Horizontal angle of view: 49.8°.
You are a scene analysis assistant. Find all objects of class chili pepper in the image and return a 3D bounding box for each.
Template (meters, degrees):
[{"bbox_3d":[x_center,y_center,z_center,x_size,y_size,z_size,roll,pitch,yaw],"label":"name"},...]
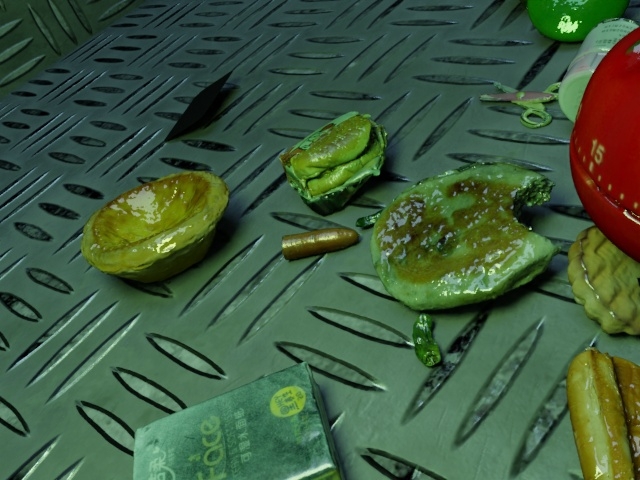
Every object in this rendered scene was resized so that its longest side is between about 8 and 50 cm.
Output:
[{"bbox_3d":[0.121,-0.042,1.208,0.118,0.035,0.055,3,27,27],"label":"chili pepper"},{"bbox_3d":[0.148,0.143,0.970,0.030,0.034,0.091,9,36,-10],"label":"chili pepper"}]

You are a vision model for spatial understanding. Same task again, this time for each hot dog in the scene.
[{"bbox_3d":[0.317,0.215,0.738,0.102,0.076,0.249,17,43,-6],"label":"hot dog"}]

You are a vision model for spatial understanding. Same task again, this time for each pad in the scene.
[{"bbox_3d":[-0.251,-0.369,1.815,0.323,0.055,0.250,-5,41,25],"label":"pad"}]

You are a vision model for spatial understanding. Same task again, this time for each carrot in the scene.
[{"bbox_3d":[0.000,0.000,1.214,0.139,0.048,0.048,-11,38,16],"label":"carrot"}]

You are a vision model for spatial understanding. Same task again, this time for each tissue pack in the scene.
[{"bbox_3d":[-0.108,0.285,0.891,0.257,0.081,0.185,-23,36,1],"label":"tissue pack"}]

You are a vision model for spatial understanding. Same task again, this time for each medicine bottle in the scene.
[{"bbox_3d":[0.502,-0.290,1.211,0.135,0.135,0.168,9,47,38],"label":"medicine bottle"}]

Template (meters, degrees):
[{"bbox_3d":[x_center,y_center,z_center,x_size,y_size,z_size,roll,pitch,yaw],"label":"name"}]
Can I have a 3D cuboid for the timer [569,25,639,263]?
[{"bbox_3d":[0.504,-0.109,0.840,0.378,0.279,0.378,-2,40,2],"label":"timer"}]

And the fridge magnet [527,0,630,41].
[{"bbox_3d":[0.544,-0.512,1.458,0.208,0.088,0.208,-7,72,23],"label":"fridge magnet"}]

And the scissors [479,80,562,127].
[{"bbox_3d":[0.397,-0.278,1.352,0.133,0.020,0.187,-42,40,-16],"label":"scissors"}]

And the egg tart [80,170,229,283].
[{"bbox_3d":[-0.311,-0.016,1.350,0.319,0.128,0.319,-15,35,11],"label":"egg tart"}]

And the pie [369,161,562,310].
[{"bbox_3d":[0.213,-0.011,1.054,0.303,0.067,0.302,-20,43,20],"label":"pie"}]

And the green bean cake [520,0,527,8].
[{"bbox_3d":[0.510,-0.705,1.611,0.247,0.250,0.156,-49,8,-27],"label":"green bean cake"}]

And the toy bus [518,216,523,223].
[{"bbox_3d":[0.274,-0.054,1.132,0.052,0.037,0.131,-36,38,-7],"label":"toy bus"}]

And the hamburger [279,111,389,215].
[{"bbox_3d":[0.038,-0.157,1.318,0.214,0.125,0.235,-38,23,-1],"label":"hamburger"}]

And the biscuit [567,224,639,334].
[{"bbox_3d":[0.379,0.044,0.919,0.118,0.061,0.183,29,50,-1],"label":"biscuit"}]
